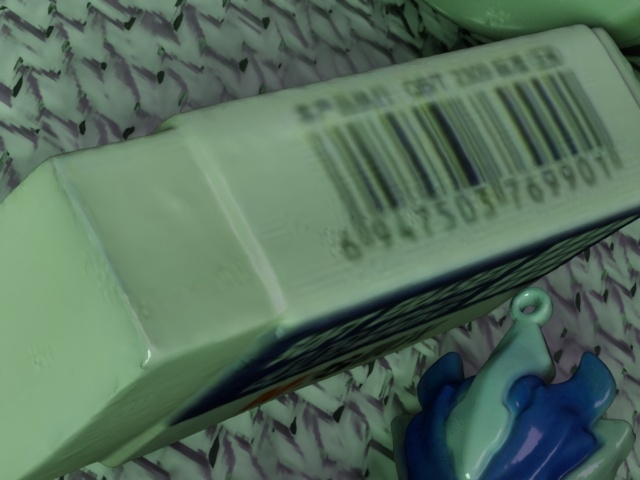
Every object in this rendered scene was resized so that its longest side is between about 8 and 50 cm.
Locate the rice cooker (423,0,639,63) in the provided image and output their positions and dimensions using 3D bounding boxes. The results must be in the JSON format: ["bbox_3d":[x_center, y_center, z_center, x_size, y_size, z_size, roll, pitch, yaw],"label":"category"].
[{"bbox_3d":[0.171,-0.212,0.791,0.277,0.288,0.288,-1,65,-41],"label":"rice cooker"}]

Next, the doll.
[{"bbox_3d":[0.063,0.102,0.646,0.070,0.096,0.195,56,40,-48],"label":"doll"}]

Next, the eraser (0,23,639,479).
[{"bbox_3d":[0.000,0.000,0.629,0.279,0.124,0.081,-17,75,-44],"label":"eraser"}]
